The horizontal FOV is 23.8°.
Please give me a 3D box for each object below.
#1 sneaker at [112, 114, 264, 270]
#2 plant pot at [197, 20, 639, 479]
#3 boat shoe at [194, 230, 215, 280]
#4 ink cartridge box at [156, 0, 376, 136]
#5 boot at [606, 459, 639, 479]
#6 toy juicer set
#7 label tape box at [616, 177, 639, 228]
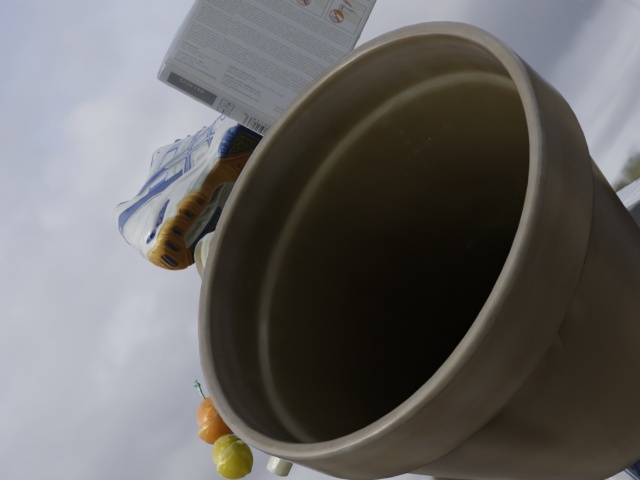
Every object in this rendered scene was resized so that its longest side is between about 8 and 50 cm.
[{"bbox_3d":[-0.146,-0.107,1.910,0.296,0.131,0.112,-49,-39,-14],"label":"sneaker"},{"bbox_3d":[0.116,0.046,1.111,0.280,0.323,0.323,29,-86,-37],"label":"plant pot"},{"bbox_3d":[-0.001,-0.001,1.281,0.223,0.080,0.073,-13,-8,-41],"label":"boat shoe"},{"bbox_3d":[-0.043,-0.183,1.336,0.179,0.145,0.045,-66,7,-30],"label":"ink cartridge box"},{"bbox_3d":[0.321,0.222,1.577,0.086,0.190,0.069,-45,-8,-17],"label":"boot"},{"bbox_3d":[-0.094,0.195,1.879,0.329,0.089,0.209,7,82,66],"label":"toy juicer set"},{"bbox_3d":[0.384,0.046,1.488,0.115,0.249,0.347,-42,2,-42],"label":"label tape box"}]
